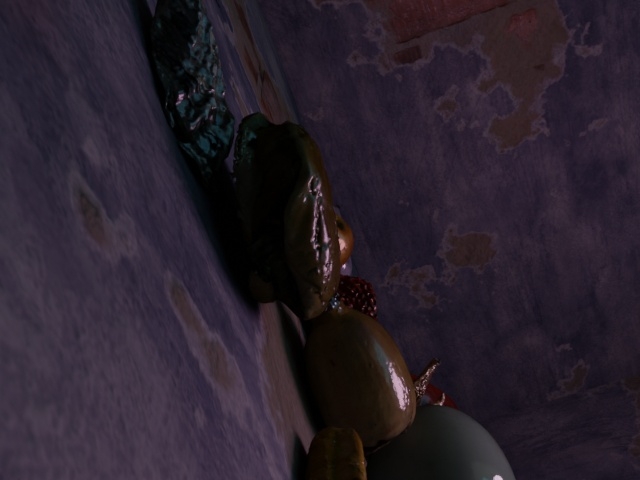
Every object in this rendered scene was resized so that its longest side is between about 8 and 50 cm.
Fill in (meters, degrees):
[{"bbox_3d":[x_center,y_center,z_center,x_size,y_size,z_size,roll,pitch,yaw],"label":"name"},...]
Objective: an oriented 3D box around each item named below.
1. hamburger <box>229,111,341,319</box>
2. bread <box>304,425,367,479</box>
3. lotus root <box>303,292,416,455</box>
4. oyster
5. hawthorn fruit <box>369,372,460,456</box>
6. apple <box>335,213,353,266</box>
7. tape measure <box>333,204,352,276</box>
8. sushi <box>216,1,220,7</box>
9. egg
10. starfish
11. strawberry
[{"bbox_3d":[-0.041,-0.037,0.985,0.265,0.134,0.285,-80,166,-70],"label":"hamburger"},{"bbox_3d":[0.026,0.331,0.885,0.211,0.083,0.114,-86,162,-75],"label":"bread"},{"bbox_3d":[0.048,0.200,1.152,0.183,0.182,0.310,-49,115,-83],"label":"lotus root"},{"bbox_3d":[-0.163,-0.199,0.904,0.199,0.087,0.252,61,24,-59],"label":"oyster"},{"bbox_3d":[0.218,0.417,1.580,0.224,0.260,0.224,-168,-90,-90],"label":"hawthorn fruit"},{"bbox_3d":[0.000,0.000,1.394,0.146,0.146,0.146,-18,90,-84],"label":"apple"},{"bbox_3d":[0.009,0.005,1.590,0.236,0.120,0.197,24,50,-76],"label":"tape measure"},{"bbox_3d":[-0.246,-0.342,0.486,0.373,0.100,0.296,47,14,-52],"label":"sushi"},{"bbox_3d":[0.209,0.461,1.211,0.389,0.276,0.276,-81,154,-54],"label":"egg"},{"bbox_3d":[0.148,0.352,1.395,0.060,0.302,0.299,16,-52,43],"label":"starfish"},{"bbox_3d":[0.032,0.148,1.341,0.236,0.106,0.175,14,-94,67],"label":"strawberry"}]
